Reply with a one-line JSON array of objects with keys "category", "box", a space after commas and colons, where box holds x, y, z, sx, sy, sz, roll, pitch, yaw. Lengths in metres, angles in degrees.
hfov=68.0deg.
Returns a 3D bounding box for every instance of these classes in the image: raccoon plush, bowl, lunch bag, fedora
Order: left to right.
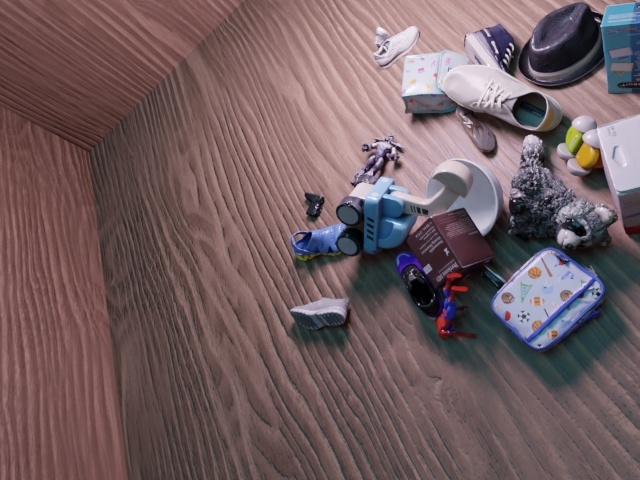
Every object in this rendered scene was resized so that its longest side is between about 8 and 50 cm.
[{"category": "lunch bag", "box": [0.477, -0.651, 1.952, 0.263, 0.160, 0.223, 1, 68, 21]}, {"category": "bowl", "box": [0.530, -0.152, 1.673, 0.298, 0.134, 0.297, 29, 128, 45]}, {"category": "lunch bag", "box": [0.706, 0.182, 1.460, 0.303, 0.115, 0.243, -47, 54, 10]}, {"category": "fedora", "box": [0.875, -0.733, 1.715, 0.334, 0.152, 0.333, -14, 63, 29]}, {"category": "raccoon plush", "box": [0.778, -0.170, 1.511, 0.299, 0.216, 0.446, 5, 73, 29]}]

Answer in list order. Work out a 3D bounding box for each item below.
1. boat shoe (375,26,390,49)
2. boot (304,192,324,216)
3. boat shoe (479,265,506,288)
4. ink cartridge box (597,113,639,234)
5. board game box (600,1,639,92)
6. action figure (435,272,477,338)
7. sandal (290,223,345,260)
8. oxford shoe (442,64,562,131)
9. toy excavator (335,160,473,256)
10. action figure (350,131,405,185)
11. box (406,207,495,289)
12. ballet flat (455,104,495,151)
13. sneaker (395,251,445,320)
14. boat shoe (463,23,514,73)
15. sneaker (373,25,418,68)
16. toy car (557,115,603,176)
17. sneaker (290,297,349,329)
[{"category": "boat shoe", "box": [0.280, -0.935, 2.204, 0.066, 0.184, 0.063, 29, 100, 0]}, {"category": "boot", "box": [-0.040, -0.162, 2.161, 0.121, 0.045, 0.099, 17, 84, 37]}, {"category": "boat shoe", "box": [0.572, 0.118, 1.621, 0.038, 0.046, 0.125, -49, 60, 1]}, {"category": "ink cartridge box", "box": [0.901, -0.179, 1.357, 0.131, 0.306, 0.226, -16, 62, 28]}, {"category": "board game box", "box": [1.012, -0.579, 1.437, 0.254, 0.336, 0.079, 12, 77, 37]}, {"category": "action figure", "box": [0.458, 0.233, 1.557, 0.139, 0.280, 0.091, 0, 42, -4]}, {"category": "sandal", "box": [0.000, 0.000, 2.003, 0.318, 0.138, 0.126, -19, 58, 24]}, {"category": "oxford shoe", "box": [0.645, -0.521, 1.715, 0.449, 0.130, 0.169, 33, 122, 23]}, {"category": "toy excavator", "box": [0.299, -0.116, 1.723, 0.446, 0.432, 0.222, 15, 41, 21]}, {"category": "action figure", "box": [0.241, -0.343, 2.015, 0.185, 0.099, 0.285, 25, 82, 44]}, {"category": "box", "box": [0.438, 0.025, 1.607, 0.203, 0.167, 0.168, 63, 147, 21]}, {"category": "ballet flat", "box": [0.596, -0.430, 1.841, 0.084, 0.058, 0.249, -17, 61, -13]}, {"category": "sneaker", "box": [0.345, 0.140, 1.698, 0.102, 0.146, 0.293, -39, 54, 15]}, {"category": "boat shoe", "box": [0.703, -0.704, 1.847, 0.158, 0.127, 0.340, -23, 68, 5]}, {"category": "sneaker", "box": [0.351, -0.903, 2.184, 0.235, 0.095, 0.090, -43, 51, 9]}, {"category": "toy car", "box": [0.879, -0.307, 1.545, 0.136, 0.159, 0.182, 0, 48, -7]}, {"category": "sneaker", "box": [0.002, 0.289, 1.921, 0.281, 0.105, 0.115, -7, 32, 36]}]
